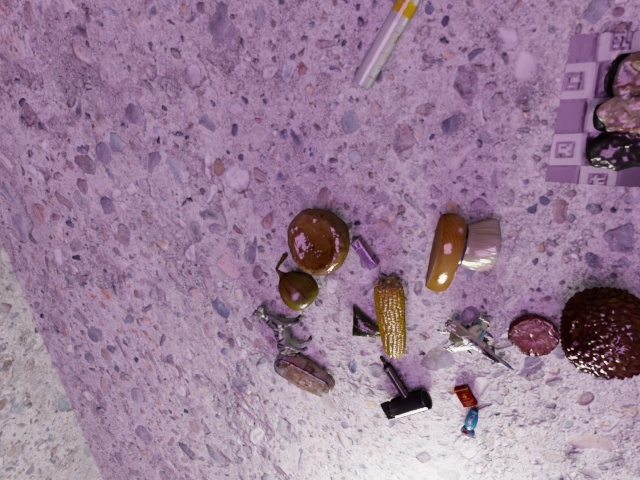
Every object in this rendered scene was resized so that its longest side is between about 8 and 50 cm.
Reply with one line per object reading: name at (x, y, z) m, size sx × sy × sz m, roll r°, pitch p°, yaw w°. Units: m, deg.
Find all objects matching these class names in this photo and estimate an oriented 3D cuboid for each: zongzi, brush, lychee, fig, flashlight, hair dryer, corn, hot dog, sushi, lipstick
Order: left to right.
fig at (-0.095, 0.162, 1.468) m, size 0.186 × 0.142 × 0.148 m, roll 36°, pitch 94°, yaw -10°
hot dog at (-0.069, 0.541, 1.658) m, size 0.268 × 0.075 × 0.144 m, roll 29°, pitch 123°, yaw 6°
zongzi at (0.168, 0.290, 1.472) m, size 0.109 × 0.055 × 0.119 m, roll 3°, pitch 102°, yaw 18°
lipstick at (0.177, -0.541, 1.112) m, size 0.059 × 0.059 × 0.264 m, roll 36°, pitch 120°, yaw 4°
corn at (0.240, 0.267, 1.402) m, size 0.106 × 0.106 × 0.305 m, roll 2°, pitch 115°, yaw 21°
hair dryer at (0.272, 0.545, 1.538) m, size 0.196 × 0.078 × 0.248 m, roll -32°, pitch 88°, yaw 30°
brush at (0.413, 0.051, 1.215) m, size 0.166 × 0.174 × 0.266 m, roll 12°, pitch 124°, yaw 6°
flashlight at (0.543, 0.659, 1.484) m, size 0.051 × 0.051 × 0.129 m, roll 14°, pitch 109°, yaw 16°
lychee at (0.798, 0.254, 1.108) m, size 0.271 × 0.271 × 0.271 m, roll 8°, pitch 114°, yaw 18°
sushi at (0.733, -0.297, 0.969) m, size 0.296 × 0.100 × 0.373 m, roll 6°, pitch 114°, yaw 19°

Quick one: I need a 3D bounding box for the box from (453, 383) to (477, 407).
box at (0.517, 0.554, 1.459) m, size 0.051 × 0.023 × 0.082 m, roll -26°, pitch 100°, yaw 28°

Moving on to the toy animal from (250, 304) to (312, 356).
toy animal at (-0.138, 0.338, 1.597) m, size 0.170 × 0.090 × 0.255 m, roll -35°, pitch 89°, yaw 26°

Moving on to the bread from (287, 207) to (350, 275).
bread at (0.000, 0.000, 1.369) m, size 0.230 × 0.123 × 0.230 m, roll 7°, pitch 104°, yaw 28°

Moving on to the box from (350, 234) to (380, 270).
box at (0.150, 0.041, 1.373) m, size 0.036 × 0.050 × 0.117 m, roll -33°, pitch 99°, yaw 27°

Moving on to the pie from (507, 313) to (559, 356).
pie at (0.666, 0.299, 1.285) m, size 0.154 × 0.036 × 0.154 m, roll 8°, pitch 114°, yaw 18°

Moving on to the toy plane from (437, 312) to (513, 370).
toy plane at (0.518, 0.337, 1.340) m, size 0.262 × 0.088 × 0.192 m, roll 31°, pitch 125°, yaw -4°
